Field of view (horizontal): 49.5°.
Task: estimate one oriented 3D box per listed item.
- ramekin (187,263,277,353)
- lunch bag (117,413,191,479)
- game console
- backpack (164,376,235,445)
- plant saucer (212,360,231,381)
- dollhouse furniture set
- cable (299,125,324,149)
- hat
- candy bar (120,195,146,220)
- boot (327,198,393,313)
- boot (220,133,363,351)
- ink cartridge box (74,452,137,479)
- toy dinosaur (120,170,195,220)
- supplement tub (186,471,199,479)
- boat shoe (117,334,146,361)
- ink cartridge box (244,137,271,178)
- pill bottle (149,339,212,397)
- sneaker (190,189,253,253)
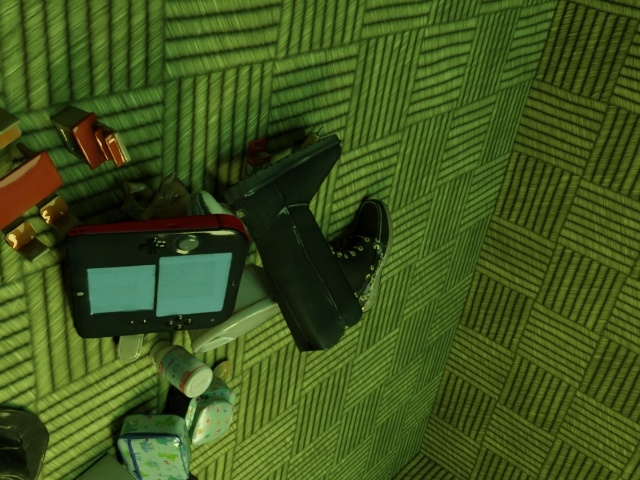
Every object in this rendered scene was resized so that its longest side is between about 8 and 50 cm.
[{"bbox_3d":[-0.224,0.167,1.749,0.273,0.127,0.273,-30,170,-6],"label":"ramekin"},{"bbox_3d":[-0.433,0.547,1.817,0.090,0.176,0.219,-88,180,-49],"label":"lunch bag"},{"bbox_3d":[-0.333,0.086,1.429,0.342,0.060,0.386,-7,146,-20],"label":"game console"},{"bbox_3d":[-0.323,0.475,1.946,0.188,0.144,0.166,-9,119,-57],"label":"backpack"},{"bbox_3d":[-0.297,0.386,2.036,0.083,0.015,0.083,-36,142,-35],"label":"plant saucer"},{"bbox_3d":[-0.478,-0.117,1.200,0.259,0.135,0.262,-45,147,-25],"label":"dollhouse furniture set"},{"bbox_3d":[-0.077,-0.182,1.870,0.287,0.072,0.139,-43,165,-7],"label":"cable"},{"bbox_3d":[-0.677,0.515,1.449,0.331,0.134,0.331,-38,143,-36],"label":"hat"},{"bbox_3d":[-0.386,-0.049,1.519,0.040,0.018,0.161,-54,151,-11],"label":"candy bar"},{"bbox_3d":[0.081,0.035,2.176,0.284,0.138,0.377,13,90,-48],"label":"boot"},{"bbox_3d":[-0.002,0.001,1.716,0.367,0.146,0.445,-33,98,-33],"label":"boot"},{"bbox_3d":[-0.542,0.710,1.785,0.171,0.168,0.233,-39,145,-34],"label":"ink cartridge box"},{"bbox_3d":[-0.318,-0.045,1.470,0.200,0.127,0.296,-13,133,-42],"label":"toy dinosaur"},{"bbox_3d":[-0.408,0.678,1.934,0.106,0.198,0.106,-36,143,-34],"label":"supplement tub"},{"bbox_3d":[-0.429,0.180,1.633,0.065,0.075,0.206,-128,-124,-76],"label":"boat shoe"},{"bbox_3d":[-0.155,-0.195,1.735,0.063,0.029,0.115,-23,134,-48],"label":"ink cartridge box"},{"bbox_3d":[-0.354,0.317,1.741,0.087,0.160,0.087,-37,143,-35],"label":"pill bottle"},{"bbox_3d":[-0.244,-0.044,1.683,0.297,0.111,0.129,67,43,-59],"label":"sneaker"}]
